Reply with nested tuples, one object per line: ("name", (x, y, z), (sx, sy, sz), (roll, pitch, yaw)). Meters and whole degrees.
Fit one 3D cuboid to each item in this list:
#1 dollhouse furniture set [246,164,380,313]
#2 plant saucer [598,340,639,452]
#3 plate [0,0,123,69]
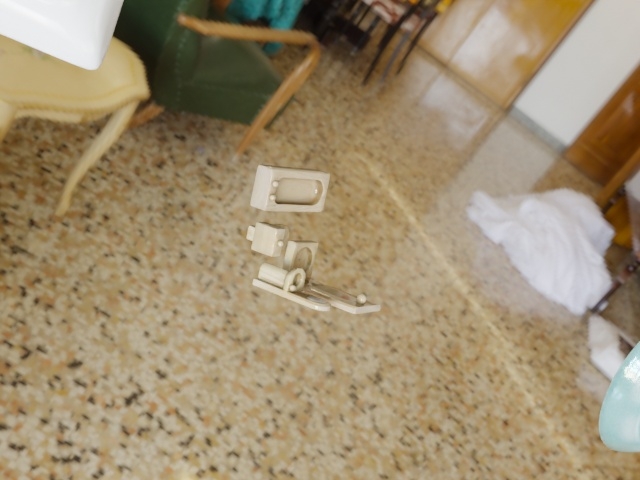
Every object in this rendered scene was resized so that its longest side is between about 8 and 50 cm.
("dollhouse furniture set", (0.000, 0.000, 1.122), (0.123, 0.151, 0.144), (19, 12, 34))
("plant saucer", (0.235, 0.097, 0.618), (0.119, 0.119, 0.021), (15, 19, -40))
("plate", (-0.316, -0.341, 0.953), (0.277, 0.045, 0.278), (20, 62, -16))
